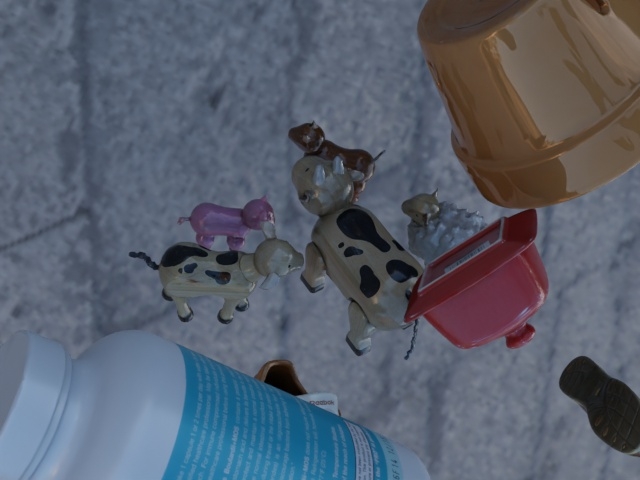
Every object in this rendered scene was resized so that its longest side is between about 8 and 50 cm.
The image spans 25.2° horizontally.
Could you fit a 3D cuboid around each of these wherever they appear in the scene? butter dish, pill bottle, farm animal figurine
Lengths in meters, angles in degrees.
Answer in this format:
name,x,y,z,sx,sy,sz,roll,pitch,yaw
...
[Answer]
name,x,y,z,sx,sy,sz,roll,pitch,yaw
butter dish,0.179,0.059,1.481,0.160,0.118,0.160,-33,-173,15
pill bottle,-0.074,0.144,0.837,0.264,0.146,0.146,27,88,-24
farm animal figurine,0.000,0.000,1.663,0.330,0.327,0.172,-45,163,-28

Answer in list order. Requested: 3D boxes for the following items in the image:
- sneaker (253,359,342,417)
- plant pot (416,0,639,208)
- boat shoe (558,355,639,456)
name,x,y,z,sx,sy,sz,roll,pitch,yaw
sneaker,-0.010,0.234,1.485,0.106,0.290,0.123,2,123,-36
plant pot,0.240,-0.206,1.569,0.291,0.291,0.203,-51,119,-20
boat shoe,0.337,0.193,1.632,0.060,0.178,0.064,35,99,-26
